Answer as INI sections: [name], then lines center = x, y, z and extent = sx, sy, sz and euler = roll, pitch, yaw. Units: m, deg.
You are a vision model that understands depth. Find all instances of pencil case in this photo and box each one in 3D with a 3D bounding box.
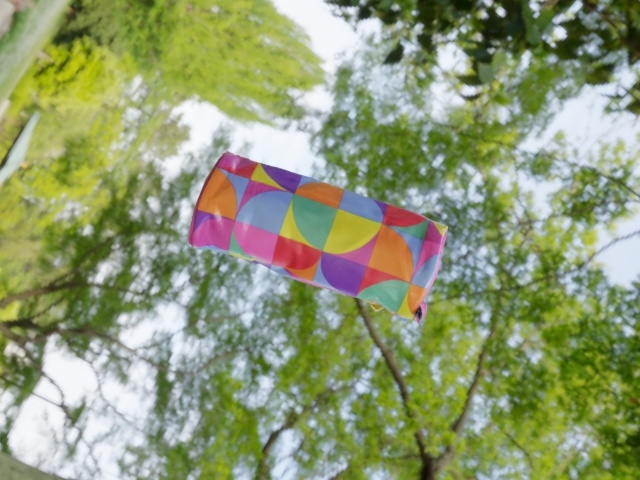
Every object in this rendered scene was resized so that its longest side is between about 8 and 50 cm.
[pencil case]
center = 0.000, 0.000, 0.816
extent = 0.104, 0.236, 0.104
euler = 22, 90, -89
